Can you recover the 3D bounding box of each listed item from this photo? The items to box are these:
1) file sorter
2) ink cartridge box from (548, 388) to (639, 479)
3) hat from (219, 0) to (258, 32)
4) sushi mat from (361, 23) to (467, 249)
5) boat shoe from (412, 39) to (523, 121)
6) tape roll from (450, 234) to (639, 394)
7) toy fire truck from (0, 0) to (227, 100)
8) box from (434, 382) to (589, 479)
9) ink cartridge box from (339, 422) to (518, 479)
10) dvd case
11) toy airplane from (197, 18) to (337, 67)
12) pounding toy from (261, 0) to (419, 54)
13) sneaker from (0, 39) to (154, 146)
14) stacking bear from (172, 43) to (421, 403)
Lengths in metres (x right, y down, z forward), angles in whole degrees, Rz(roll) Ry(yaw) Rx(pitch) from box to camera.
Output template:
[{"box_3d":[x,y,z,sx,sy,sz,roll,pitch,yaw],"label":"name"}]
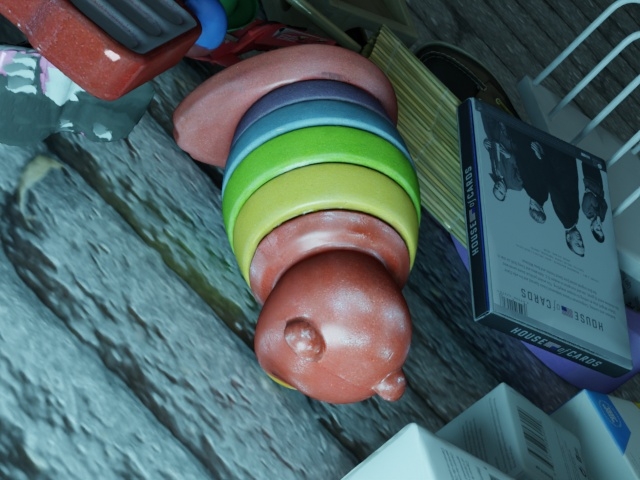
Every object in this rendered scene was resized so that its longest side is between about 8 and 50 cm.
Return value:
[{"box_3d":[0.364,-0.098,1.843,0.193,0.173,0.278,29,30,-31],"label":"file sorter"},{"box_3d":[0.295,0.221,1.581,0.231,0.078,0.134,17,39,-54],"label":"ink cartridge box"},{"box_3d":[-0.089,-0.301,1.489,0.173,0.183,0.208,43,33,16],"label":"hat"},{"box_3d":[0.142,-0.053,1.607,0.316,0.019,0.151,44,41,-11],"label":"sushi mat"},{"box_3d":[0.185,-0.129,1.928,0.228,0.081,0.069,47,18,-14],"label":"boat shoe"},{"box_3d":[0.253,0.025,1.801,0.275,0.090,0.275,41,24,-22],"label":"tape roll"},{"box_3d":[-0.185,-0.203,1.177,0.254,0.169,0.302,42,17,-1],"label":"toy fire truck"},{"box_3d":[0.151,0.190,1.347,0.102,0.087,0.101,38,25,-29],"label":"box"},{"box_3d":[0.135,0.270,1.152,0.273,0.114,0.197,31,28,-36],"label":"ink cartridge box"},{"box_3d":[0.207,-0.004,1.597,0.179,0.029,0.239,22,50,-31],"label":"dvd case"},{"box_3d":[-0.064,-0.178,1.542,0.151,0.028,0.151,7,20,-2],"label":"toy airplane"},{"box_3d":[-0.011,-0.226,1.714,0.206,0.094,0.181,14,45,-41],"label":"pounding toy"},{"box_3d":[-0.205,-0.110,1.209,0.077,0.072,0.178,36,14,32],"label":"sneaker"},{"box_3d":[0.000,0.000,1.292,0.175,0.164,0.289,34,31,-34],"label":"stacking bear"}]
